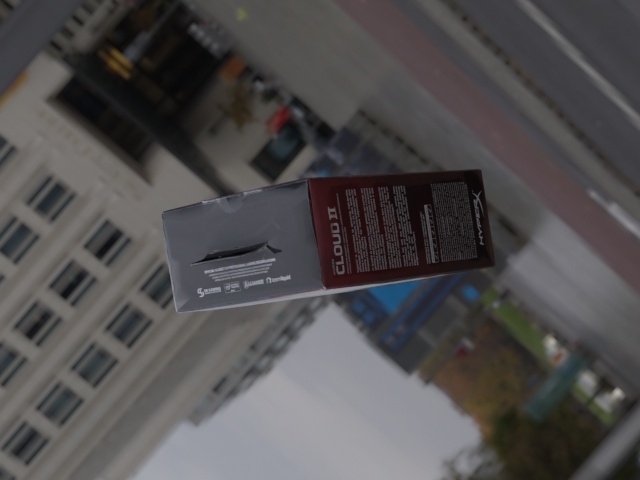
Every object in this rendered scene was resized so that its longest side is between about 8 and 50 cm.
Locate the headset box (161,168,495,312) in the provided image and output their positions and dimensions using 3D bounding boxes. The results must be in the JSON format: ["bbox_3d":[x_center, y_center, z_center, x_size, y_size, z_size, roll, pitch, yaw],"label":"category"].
[{"bbox_3d":[0.000,0.000,0.442,0.062,0.032,0.083,-11,177,43],"label":"headset box"}]
